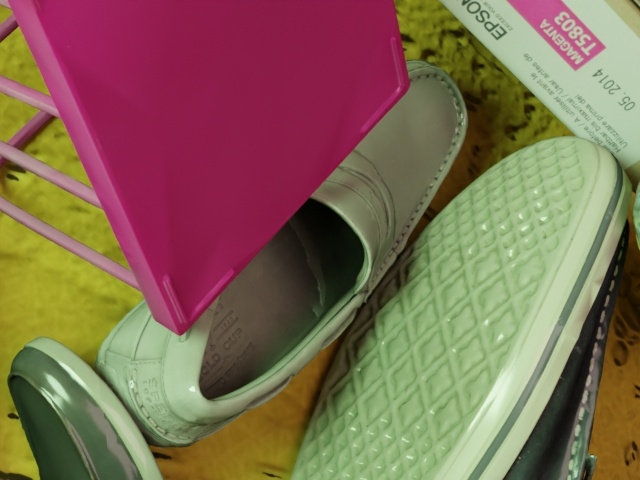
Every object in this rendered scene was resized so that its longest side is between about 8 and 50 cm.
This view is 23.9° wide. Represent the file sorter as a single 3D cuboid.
[{"bbox_3d":[-0.105,-0.142,0.747,0.202,0.182,0.291,-48,147,-24],"label":"file sorter"}]

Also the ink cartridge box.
[{"bbox_3d":[0.154,-0.167,0.968,0.234,0.088,0.193,42,26,-20],"label":"ink cartridge box"}]

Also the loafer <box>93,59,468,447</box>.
[{"bbox_3d":[0.000,0.000,0.899,0.112,0.111,0.319,50,58,-18],"label":"loafer"}]

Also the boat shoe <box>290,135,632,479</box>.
[{"bbox_3d":[0.079,0.178,0.902,0.156,0.187,0.500,26,79,-28],"label":"boat shoe"}]

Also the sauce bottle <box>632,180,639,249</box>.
[{"bbox_3d":[0.277,0.019,0.976,0.344,0.111,0.111,36,62,-66],"label":"sauce bottle"}]

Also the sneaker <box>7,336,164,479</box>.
[{"bbox_3d":[-0.142,0.171,0.825,0.118,0.083,0.222,-28,101,-29],"label":"sneaker"}]
